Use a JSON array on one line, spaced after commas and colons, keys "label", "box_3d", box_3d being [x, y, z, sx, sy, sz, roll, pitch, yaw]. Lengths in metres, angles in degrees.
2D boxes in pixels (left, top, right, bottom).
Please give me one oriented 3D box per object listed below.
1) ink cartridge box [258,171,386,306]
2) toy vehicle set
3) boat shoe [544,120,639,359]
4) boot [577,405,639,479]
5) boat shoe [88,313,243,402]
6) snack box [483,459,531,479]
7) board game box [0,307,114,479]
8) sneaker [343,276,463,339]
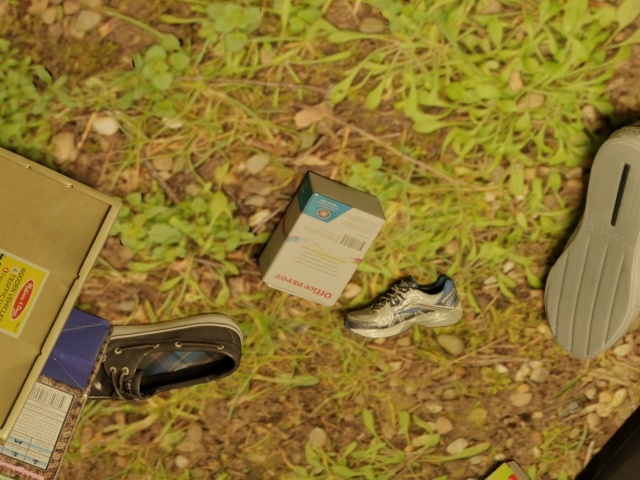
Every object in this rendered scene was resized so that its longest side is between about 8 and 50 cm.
[{"label": "ink cartridge box", "box_3d": [0.000, 0.000, 1.708, 0.089, 0.052, 0.122, 21, 116, -21]}, {"label": "toy vehicle set", "box_3d": [-0.324, 0.045, 1.560, 0.166, 0.266, 0.035, 26, 159, -4]}, {"label": "boat shoe", "box_3d": [0.328, 0.001, 1.738, 0.094, 0.109, 0.302, -32, 146, -41]}, {"label": "boot", "box_3d": [0.421, 0.431, 2.019, 0.367, 0.146, 0.445, 27, 110, -26]}, {"label": "boat shoe", "box_3d": [-0.194, 0.142, 1.752, 0.229, 0.076, 0.080, -10, 124, -4]}, {"label": "snack box", "box_3d": [0.211, 0.349, 1.945, 0.141, 0.100, 0.037, -45, 160, 19]}, {"label": "board game box", "box_3d": [-0.378, 0.194, 1.684, 0.232, 0.141, 0.291, 22, 118, -5]}, {"label": "sneaker", "box_3d": [0.089, 0.068, 1.776, 0.135, 0.052, 0.058, -11, 114, -11]}]
